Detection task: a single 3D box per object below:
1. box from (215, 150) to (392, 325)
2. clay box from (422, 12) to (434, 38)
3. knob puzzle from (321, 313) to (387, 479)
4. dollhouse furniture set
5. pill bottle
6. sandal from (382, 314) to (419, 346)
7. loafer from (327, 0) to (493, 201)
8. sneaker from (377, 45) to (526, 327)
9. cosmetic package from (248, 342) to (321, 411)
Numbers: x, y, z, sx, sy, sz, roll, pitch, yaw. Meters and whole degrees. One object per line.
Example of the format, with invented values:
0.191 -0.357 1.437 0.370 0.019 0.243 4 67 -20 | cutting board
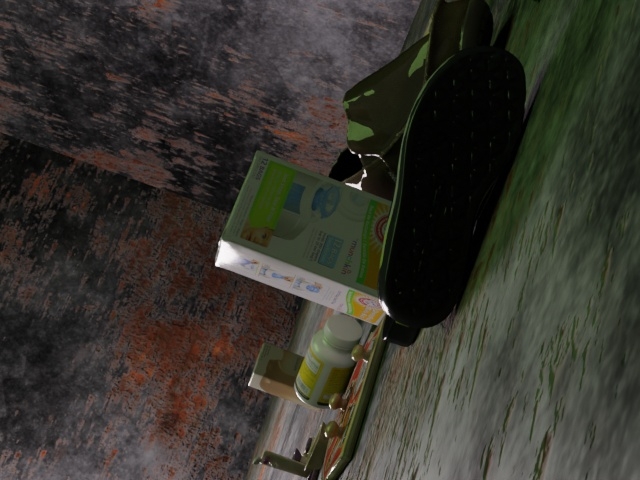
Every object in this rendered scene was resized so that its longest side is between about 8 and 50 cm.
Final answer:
0.000 0.000 1.425 0.103 0.203 0.114 117 174 -70 | box
0.153 -0.235 1.698 0.222 0.053 0.127 -76 5 -83 | clay box
0.025 0.187 1.443 0.213 0.030 0.213 -161 90 -88 | knob puzzle
-0.032 0.250 1.616 0.091 0.081 0.114 -73 3 -49 | dollhouse furniture set
0.013 0.151 1.619 0.065 0.065 0.116 -73 4 -54 | pill bottle
0.098 -0.029 1.171 0.097 0.055 0.254 -116 46 -87 | sandal
0.085 -0.129 1.410 0.366 0.130 0.133 112 177 -53 | loafer
0.093 -0.043 1.025 0.097 0.084 0.234 -76 6 -83 | sneaker
-0.041 0.200 1.888 0.041 0.115 0.060 113 175 -51 | cosmetic package
